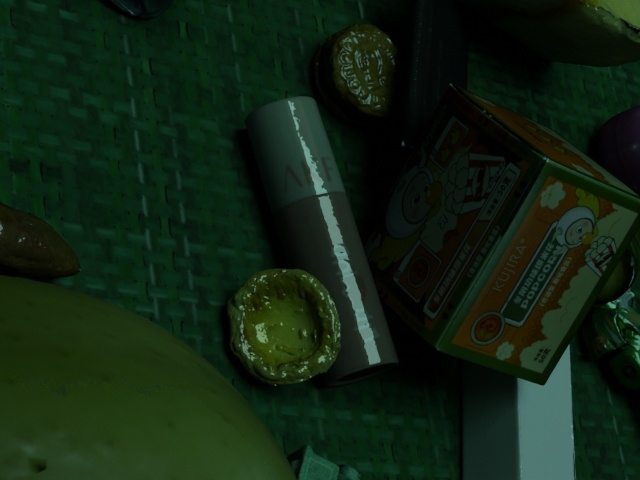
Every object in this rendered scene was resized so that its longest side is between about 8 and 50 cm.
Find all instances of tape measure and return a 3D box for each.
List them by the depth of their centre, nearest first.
[{"bbox_3d":[0.363,-0.087,1.942,0.118,0.074,0.125,-28,93,-52],"label":"tape measure"}]

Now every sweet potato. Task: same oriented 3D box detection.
[{"bbox_3d":[-0.274,-0.022,1.331,0.218,0.051,0.065,32,9,-27],"label":"sweet potato"}]

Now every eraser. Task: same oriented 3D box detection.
[{"bbox_3d":[0.186,0.127,1.658,0.076,0.078,0.298,24,54,-33],"label":"eraser"}]

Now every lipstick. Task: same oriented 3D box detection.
[{"bbox_3d":[0.000,0.000,1.561,0.070,0.070,0.254,-5,72,-44],"label":"lipstick"}]

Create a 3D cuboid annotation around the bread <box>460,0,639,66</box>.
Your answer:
[{"bbox_3d":[0.258,-0.337,1.818,0.263,0.198,0.236,29,85,-29],"label":"bread"}]

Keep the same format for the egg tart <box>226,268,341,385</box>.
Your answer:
[{"bbox_3d":[-0.031,0.075,1.499,0.105,0.039,0.105,0,78,0],"label":"egg tart"}]

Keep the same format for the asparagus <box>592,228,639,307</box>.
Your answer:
[{"bbox_3d":[0.299,0.001,1.774,0.085,0.082,0.343,29,17,8],"label":"asparagus"}]

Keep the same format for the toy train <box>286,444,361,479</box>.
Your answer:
[{"bbox_3d":[-0.013,0.251,1.420,0.099,0.070,0.172,30,52,-19],"label":"toy train"}]

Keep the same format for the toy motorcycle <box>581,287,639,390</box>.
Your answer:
[{"bbox_3d":[0.335,0.118,1.805,0.190,0.074,0.106,52,45,0],"label":"toy motorcycle"}]

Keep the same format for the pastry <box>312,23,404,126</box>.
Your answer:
[{"bbox_3d":[0.039,-0.160,1.697,0.109,0.057,0.097,-24,91,-44],"label":"pastry"}]

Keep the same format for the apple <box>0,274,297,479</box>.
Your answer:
[{"bbox_3d":[-0.230,0.228,0.967,0.474,0.474,0.473,21,55,-34],"label":"apple"}]

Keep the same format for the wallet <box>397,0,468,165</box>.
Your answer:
[{"bbox_3d":[0.114,-0.140,1.721,0.149,0.044,0.250,60,30,-51],"label":"wallet"}]

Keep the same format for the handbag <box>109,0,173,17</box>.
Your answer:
[{"bbox_3d":[-0.168,-0.376,1.598,0.238,0.089,0.326,37,49,-22],"label":"handbag"}]

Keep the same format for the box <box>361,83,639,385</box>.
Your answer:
[{"bbox_3d":[0.155,-0.008,1.573,0.148,0.195,0.177,21,16,-34],"label":"box"}]
